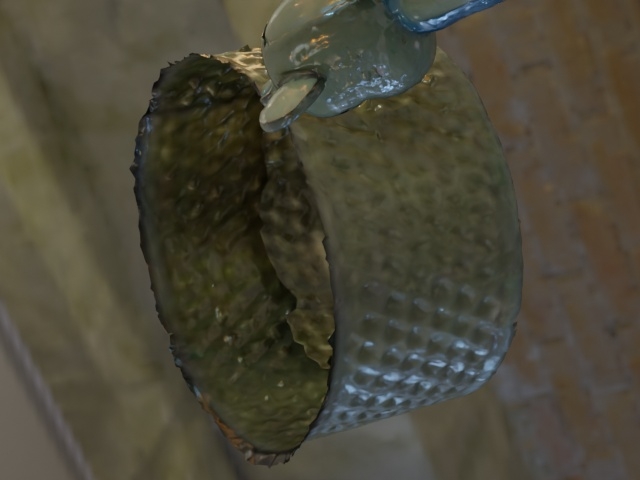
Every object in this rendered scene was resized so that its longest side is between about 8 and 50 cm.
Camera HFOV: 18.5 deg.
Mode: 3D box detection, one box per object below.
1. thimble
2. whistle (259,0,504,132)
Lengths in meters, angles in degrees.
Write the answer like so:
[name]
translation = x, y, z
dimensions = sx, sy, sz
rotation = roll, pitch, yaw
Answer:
[thimble]
translation = 0.000, 0.000, 1.281
dimensions = 0.150, 0.271, 0.271
rotation = -13, -91, -27
[whistle]
translation = 0.061, -0.134, 0.982
dimensions = 0.077, 0.235, 0.114
rotation = 47, -158, -19
